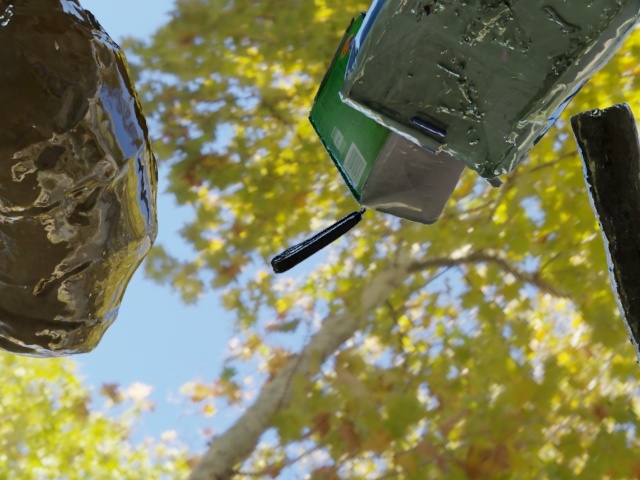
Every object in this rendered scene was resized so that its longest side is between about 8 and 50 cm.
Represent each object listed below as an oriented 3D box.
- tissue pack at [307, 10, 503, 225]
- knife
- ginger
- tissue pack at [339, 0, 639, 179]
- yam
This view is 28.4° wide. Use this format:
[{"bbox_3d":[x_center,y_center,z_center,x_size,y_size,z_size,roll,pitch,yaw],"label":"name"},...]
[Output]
[{"bbox_3d":[0.103,-0.128,1.357,0.148,0.156,0.209,-66,-154,22],"label":"tissue pack"},{"bbox_3d":[0.000,0.000,1.358,0.018,0.121,0.031,61,-9,-10],"label":"knife"},{"bbox_3d":[-0.103,-0.022,0.472,0.069,0.095,0.190,52,-21,34],"label":"ginger"},{"bbox_3d":[0.137,-0.206,0.859,0.146,0.263,0.198,27,-38,-5],"label":"tissue pack"},{"bbox_3d":[0.283,0.002,1.143,0.061,0.061,0.252,-15,-90,38],"label":"yam"}]
